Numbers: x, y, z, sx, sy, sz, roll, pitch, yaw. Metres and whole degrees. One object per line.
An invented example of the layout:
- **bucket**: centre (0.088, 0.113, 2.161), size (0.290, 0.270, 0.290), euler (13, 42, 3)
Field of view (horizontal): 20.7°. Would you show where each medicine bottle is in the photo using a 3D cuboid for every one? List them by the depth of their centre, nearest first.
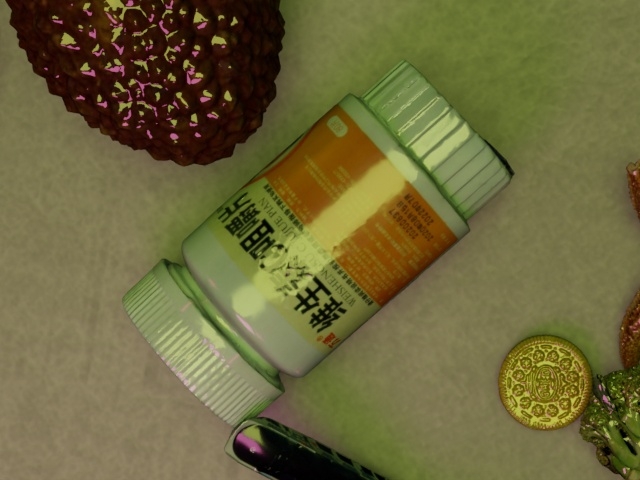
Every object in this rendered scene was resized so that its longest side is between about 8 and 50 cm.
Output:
- **medicine bottle**: centre (0.000, 0.000, 1.483), size (0.318, 0.158, 0.158), euler (-41, 86, 2)

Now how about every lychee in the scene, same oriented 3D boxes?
- **lychee**: centre (-0.137, -0.191, 1.460), size (0.236, 0.236, 0.271), euler (-26, 82, 4)

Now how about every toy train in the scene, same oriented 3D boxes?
- **toy train**: centre (0.006, 0.201, 1.490), size (0.207, 0.047, 0.043), euler (31, 103, -26)

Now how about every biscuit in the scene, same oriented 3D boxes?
- **biscuit**: centre (0.196, 0.124, 1.533), size (0.084, 0.023, 0.084), euler (0, 91, 5)

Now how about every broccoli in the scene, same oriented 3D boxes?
- **broccoli**: centre (0.283, 0.162, 1.478), size (0.130, 0.131, 0.120), euler (10, 52, 3)

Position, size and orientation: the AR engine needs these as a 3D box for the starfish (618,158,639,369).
- **starfish**: centre (0.332, 0.029, 1.482), size (0.227, 0.043, 0.240), euler (36, 116, 5)
